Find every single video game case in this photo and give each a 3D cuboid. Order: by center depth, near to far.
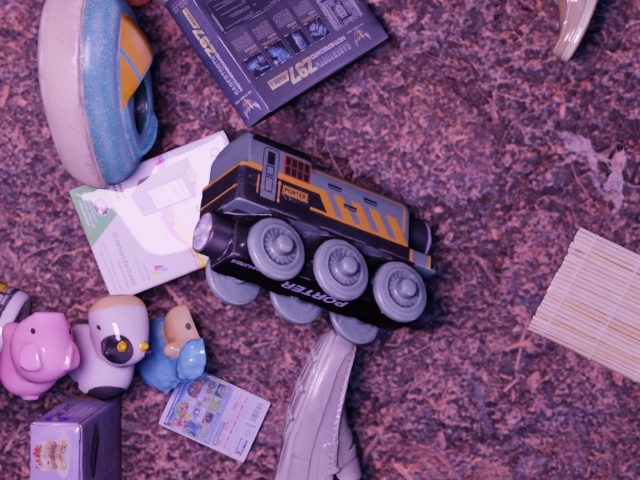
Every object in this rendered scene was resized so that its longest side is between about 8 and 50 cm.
[{"bbox_3d":[-0.137,0.223,1.957,0.122,0.011,0.087,25,94,0],"label":"video game case"}]

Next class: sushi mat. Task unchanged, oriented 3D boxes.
[{"bbox_3d":[0.438,0.115,1.932,0.317,0.019,0.151,25,92,0],"label":"sushi mat"}]

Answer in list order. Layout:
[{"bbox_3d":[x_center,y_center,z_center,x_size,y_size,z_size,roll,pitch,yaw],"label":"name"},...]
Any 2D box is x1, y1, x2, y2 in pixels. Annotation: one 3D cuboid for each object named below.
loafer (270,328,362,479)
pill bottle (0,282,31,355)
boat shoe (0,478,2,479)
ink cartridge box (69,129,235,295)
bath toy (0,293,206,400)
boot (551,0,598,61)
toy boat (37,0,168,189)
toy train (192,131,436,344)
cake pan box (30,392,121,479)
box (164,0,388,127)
[{"bbox_3d":[0.001,0.271,1.912,0.111,0.112,0.319,14,100,-5],"label":"loafer"},{"bbox_3d":[-0.483,0.086,1.906,0.209,0.119,0.119,20,93,0],"label":"pill bottle"},{"bbox_3d":[-0.504,0.312,1.922,0.156,0.136,0.367,-31,101,6],"label":"boat shoe"},{"bbox_3d":[-0.187,-0.032,1.906,0.212,0.093,0.154,-20,91,1],"label":"ink cartridge box"},{"bbox_3d":[-0.319,0.141,1.814,0.348,0.129,0.151,-2,120,-30],"label":"bath toy"},{"bbox_3d":[0.272,-0.341,1.886,0.165,0.077,0.213,14,88,0],"label":"boot"},{"bbox_3d":[-0.236,-0.235,1.819,0.148,0.318,0.267,3,137,8],"label":"toy boat"},{"bbox_3d":[0.000,0.000,1.826,0.334,0.142,0.190,20,60,-27],"label":"toy train"},{"bbox_3d":[-0.296,0.333,1.851,0.070,0.246,0.266,1,94,5],"label":"cake pan box"},{"bbox_3d":[-0.050,-0.267,1.842,0.233,0.059,0.183,-37,92,-37],"label":"box"}]
